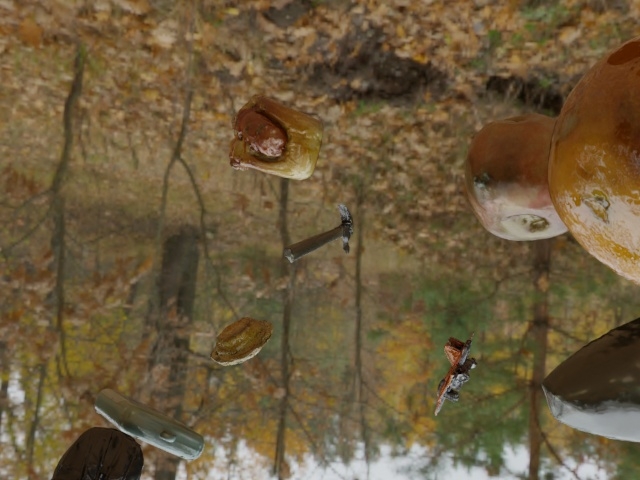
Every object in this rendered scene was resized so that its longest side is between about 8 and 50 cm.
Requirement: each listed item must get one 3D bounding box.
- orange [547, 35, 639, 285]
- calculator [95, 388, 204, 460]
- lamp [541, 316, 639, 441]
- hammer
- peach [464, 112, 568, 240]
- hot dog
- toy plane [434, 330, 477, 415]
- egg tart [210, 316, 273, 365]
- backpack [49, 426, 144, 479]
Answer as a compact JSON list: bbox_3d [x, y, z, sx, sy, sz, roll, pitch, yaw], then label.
[{"bbox_3d":[0.354,-0.076,0.745,0.260,0.261,0.261,5,175,0],"label":"orange"},{"bbox_3d":[-0.268,0.284,1.183,0.141,0.045,0.246,31,165,-22],"label":"calculator"},{"bbox_3d":[0.268,0.089,0.522,0.249,0.101,0.101,-10,179,-14],"label":"lamp"},{"bbox_3d":[0.001,0.000,1.658,0.026,0.125,0.297,5,-165,27],"label":"hammer"},{"bbox_3d":[0.328,-0.101,1.250,0.235,0.215,0.214,3,178,-41],"label":"peach"},{"bbox_3d":[-0.098,-0.197,1.466,0.153,0.151,0.256,13,-171,-17],"label":"hot dog"},{"bbox_3d":[0.259,0.265,1.458,0.062,0.189,0.135,15,-155,21],"label":"toy plane"},{"bbox_3d":[-0.151,0.178,1.404,0.128,0.049,0.129,-23,-160,9],"label":"egg tart"},{"bbox_3d":[-0.304,0.335,1.021,0.120,0.165,0.106,31,160,-11],"label":"backpack"}]
